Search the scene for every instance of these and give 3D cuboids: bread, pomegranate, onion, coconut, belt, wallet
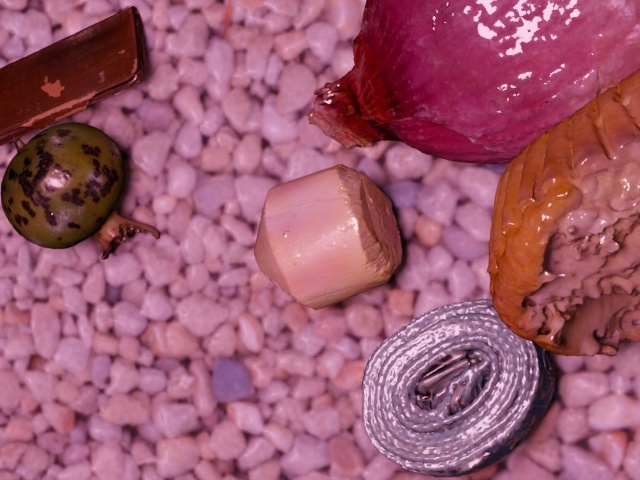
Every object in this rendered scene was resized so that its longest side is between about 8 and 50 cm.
[{"bbox_3d":[0.245,-0.026,1.178,0.274,0.274,0.149,-34,56,16],"label":"bread"},{"bbox_3d":[-0.220,-0.037,1.384,0.161,0.122,0.122,41,105,-20],"label":"pomegranate"},{"bbox_3d":[0.126,-0.172,1.243,0.348,0.159,0.267,-34,81,15],"label":"onion"},{"bbox_3d":[0.000,0.000,1.315,0.122,0.116,0.116,-18,88,19],"label":"coconut"},{"bbox_3d":[0.119,0.128,1.301,0.163,0.082,0.148,-6,81,20],"label":"belt"},{"bbox_3d":[-0.242,-0.149,1.404,0.176,0.026,0.095,-22,50,15],"label":"wallet"}]
